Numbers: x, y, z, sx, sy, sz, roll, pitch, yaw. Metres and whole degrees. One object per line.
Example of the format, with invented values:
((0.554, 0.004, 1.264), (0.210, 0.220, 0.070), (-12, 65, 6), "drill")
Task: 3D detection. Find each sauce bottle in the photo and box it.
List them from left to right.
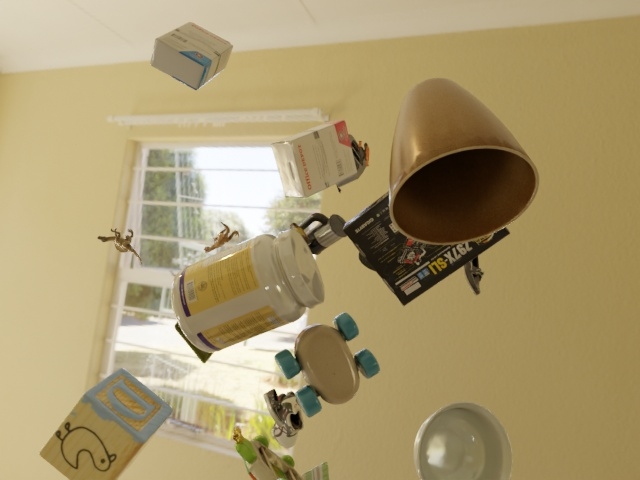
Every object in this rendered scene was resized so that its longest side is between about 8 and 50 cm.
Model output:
((-0.066, -0.018, 1.469), (0.042, 0.042, 0.128), (9, 19, -17), "sauce bottle")

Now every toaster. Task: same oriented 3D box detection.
((0.098, -0.326, 2.063), (0.110, 0.168, 0.185), (-18, -62, 40), "toaster")

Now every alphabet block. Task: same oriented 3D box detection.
((-0.527, 0.475, 1.244), (0.192, 0.197, 0.193), (38, 7, 3), "alphabet block")

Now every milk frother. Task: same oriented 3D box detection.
((0.000, 0.000, 1.563), (0.129, 0.143, 0.135), (23, -41, -33), "milk frother")

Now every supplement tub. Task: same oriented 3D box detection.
((-0.180, 0.125, 1.272), (0.332, 0.240, 0.241), (-23, -13, 11), "supplement tub")

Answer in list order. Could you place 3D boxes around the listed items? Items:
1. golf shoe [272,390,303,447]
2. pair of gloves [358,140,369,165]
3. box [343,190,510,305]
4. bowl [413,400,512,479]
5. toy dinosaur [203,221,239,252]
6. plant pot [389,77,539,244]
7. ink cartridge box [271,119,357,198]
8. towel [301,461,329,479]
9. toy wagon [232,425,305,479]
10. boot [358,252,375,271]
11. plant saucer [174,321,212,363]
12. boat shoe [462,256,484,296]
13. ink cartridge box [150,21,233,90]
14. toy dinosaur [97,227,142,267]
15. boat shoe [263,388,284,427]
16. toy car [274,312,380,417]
((-0.123, 0.731, 1.961), (0.105, 0.272, 0.120), (-15, 28, -28), "golf shoe")
((0.133, -0.261, 1.498), (0.010, 0.074, 0.083), (-2, 4, 25), "pair of gloves")
((0.257, -0.030, 1.244), (0.322, 0.257, 0.079), (-38, 6, 15), "box")
((0.378, 0.606, 1.407), (0.298, 0.297, 0.134), (9, -17, -16), "bowl")
((-0.332, -0.013, 1.715), (0.211, 0.064, 0.112), (-44, 1, 42), "toy dinosaur")
((0.222, -0.163, 0.875), (0.238, 0.254, 0.237), (-3, -36, -2), "plant pot")
((-0.019, -0.293, 1.775), (0.117, 0.207, 0.283), (6, 28, 46), "ink cartridge box")
((-0.026, 0.943, 1.931), (0.152, 0.113, 0.023), (-14, 14, -36), "towel")
((-0.138, 0.661, 1.426), (0.344, 0.068, 0.267), (45, -10, -19), "toy wagon")
((0.256, 0.102, 1.797), (0.247, 0.083, 0.161), (18, -11, 12), "boot")
((-0.407, 0.307, 1.773), (0.188, 0.188, 0.045), (45, 15, 19), "plant saucer")
((0.546, 0.108, 1.767), (0.065, 0.206, 0.075), (-23, -53, 21), "boat shoe")
((-0.359, -0.525, 1.404), (0.148, 0.203, 0.085), (28, -52, -3), "ink cartridge box")
((-0.669, 0.010, 1.707), (0.183, 0.092, 0.053), (30, 29, 0), "toy dinosaur")
((-0.135, 0.500, 1.495), (0.049, 0.040, 0.142), (55, -5, -34), "boat shoe")
((-0.003, 0.324, 1.333), (0.219, 0.210, 0.238), (-29, -1, -17), "toy car")
